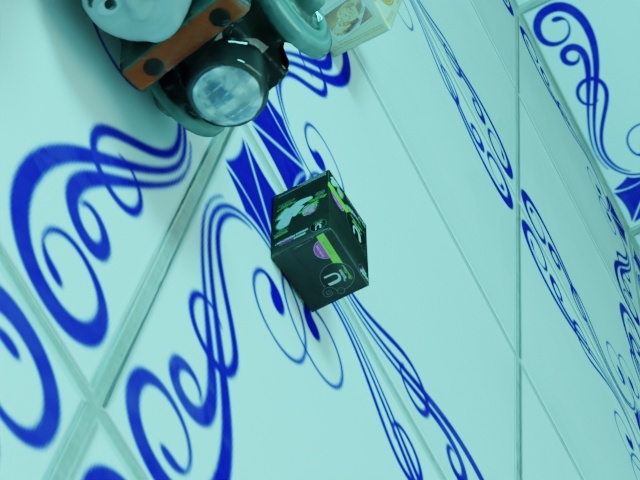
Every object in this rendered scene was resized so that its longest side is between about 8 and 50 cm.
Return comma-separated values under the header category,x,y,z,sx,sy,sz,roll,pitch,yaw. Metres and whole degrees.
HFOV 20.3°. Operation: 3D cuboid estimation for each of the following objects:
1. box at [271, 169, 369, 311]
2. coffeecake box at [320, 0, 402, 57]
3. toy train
category,x,y,z,sx,sy,sz,roll,pitch,yaw
box,0.000,0.000,1.337,0.062,0.052,0.083,55,19,-29
coffeecake box,0.007,-0.294,1.789,0.185,0.068,0.142,61,17,-14
toy train,-0.095,-0.216,1.222,0.190,0.142,0.334,41,28,-30
